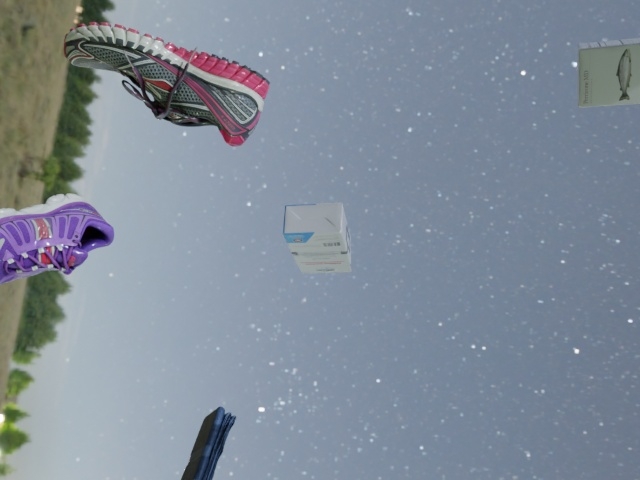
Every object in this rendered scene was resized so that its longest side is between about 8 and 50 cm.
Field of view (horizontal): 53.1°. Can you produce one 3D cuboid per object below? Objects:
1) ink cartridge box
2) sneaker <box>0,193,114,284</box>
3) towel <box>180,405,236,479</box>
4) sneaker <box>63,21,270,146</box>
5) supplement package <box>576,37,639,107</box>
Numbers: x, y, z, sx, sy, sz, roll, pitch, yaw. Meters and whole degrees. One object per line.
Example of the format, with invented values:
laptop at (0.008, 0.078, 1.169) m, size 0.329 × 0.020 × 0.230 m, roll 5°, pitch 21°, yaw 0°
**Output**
ink cartridge box at (0.000, 0.000, 0.544) m, size 0.083 × 0.048 × 0.028 m, roll 72°, pitch 19°, yaw -63°
sneaker at (-0.255, 0.006, 0.581) m, size 0.170 × 0.071 × 0.068 m, roll -40°, pitch 158°, yaw -54°
towel at (-0.151, 0.284, 0.845) m, size 0.067 × 0.029 × 0.120 m, roll -41°, pitch -156°, yaw 44°
sneaker at (-0.228, -0.228, 0.916) m, size 0.121 × 0.298 × 0.112 m, roll -37°, pitch 145°, yaw -84°
supplement package at (0.547, -0.298, 1.126) m, size 0.105 × 0.179 × 0.105 m, roll -48°, pitch 134°, yaw -61°
